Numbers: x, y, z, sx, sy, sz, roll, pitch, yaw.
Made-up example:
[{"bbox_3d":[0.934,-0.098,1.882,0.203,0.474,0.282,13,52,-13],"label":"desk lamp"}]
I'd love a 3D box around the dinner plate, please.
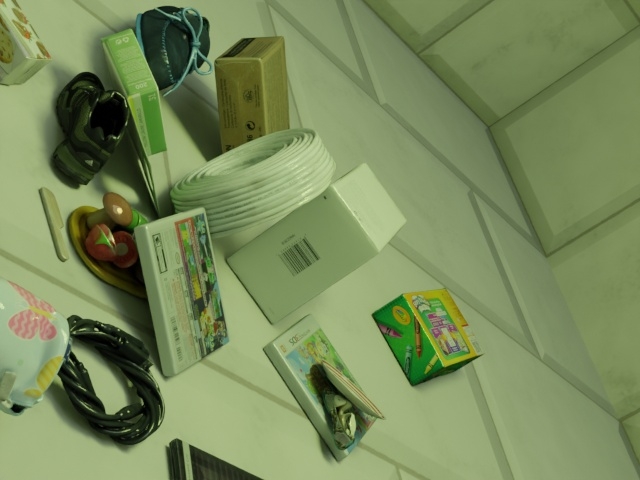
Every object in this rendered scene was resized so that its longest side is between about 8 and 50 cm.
[{"bbox_3d":[0.048,0.241,1.742,0.141,0.017,0.141,43,-1,1],"label":"dinner plate"}]

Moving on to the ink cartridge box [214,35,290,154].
[{"bbox_3d":[-0.116,-0.230,1.946,0.193,0.088,0.234,-65,154,-67],"label":"ink cartridge box"}]

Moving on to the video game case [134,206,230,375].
[{"bbox_3d":[-0.186,0.065,1.496,0.183,0.023,0.201,-26,106,-69],"label":"video game case"}]

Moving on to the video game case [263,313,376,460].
[{"bbox_3d":[0.006,0.232,1.773,0.212,0.023,0.193,57,21,1],"label":"video game case"}]

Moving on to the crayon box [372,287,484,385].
[{"bbox_3d":[0.224,0.191,2.228,0.165,0.081,0.278,61,21,13],"label":"crayon box"}]

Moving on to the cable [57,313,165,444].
[{"bbox_3d":[-0.259,0.160,1.285,0.184,0.047,0.150,40,31,-42],"label":"cable"}]

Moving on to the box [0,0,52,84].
[{"bbox_3d":[-0.490,-0.365,1.517,0.324,0.067,0.063,58,21,4],"label":"box"}]

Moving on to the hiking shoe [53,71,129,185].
[{"bbox_3d":[-0.312,-0.177,1.555,0.086,0.114,0.227,40,26,-37],"label":"hiking shoe"}]

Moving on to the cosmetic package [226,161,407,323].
[{"bbox_3d":[0.000,0.000,1.820,0.138,0.224,0.225,54,21,-3],"label":"cosmetic package"}]

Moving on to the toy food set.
[{"bbox_3d":[-0.263,-0.005,1.467,0.218,0.071,0.128,30,32,-48],"label":"toy food set"}]

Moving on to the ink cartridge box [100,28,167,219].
[{"bbox_3d":[-0.260,-0.172,1.633,0.171,0.056,0.235,94,-27,-62],"label":"ink cartridge box"}]

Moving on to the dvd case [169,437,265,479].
[{"bbox_3d":[-0.102,0.354,1.363,0.221,0.018,0.164,37,29,-42],"label":"dvd case"}]

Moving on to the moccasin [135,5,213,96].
[{"bbox_3d":[-0.243,-0.346,1.848,0.342,0.117,0.137,-96,-179,-63],"label":"moccasin"}]

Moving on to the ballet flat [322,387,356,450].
[{"bbox_3d":[0.034,0.269,1.687,0.041,0.041,0.114,37,27,-41],"label":"ballet flat"}]

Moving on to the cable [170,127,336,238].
[{"bbox_3d":[-0.103,-0.087,1.670,0.257,0.257,0.089,-94,164,-73],"label":"cable"}]

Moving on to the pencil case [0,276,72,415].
[{"bbox_3d":[-0.376,0.071,1.056,0.273,0.113,0.124,38,47,-39],"label":"pencil case"}]
